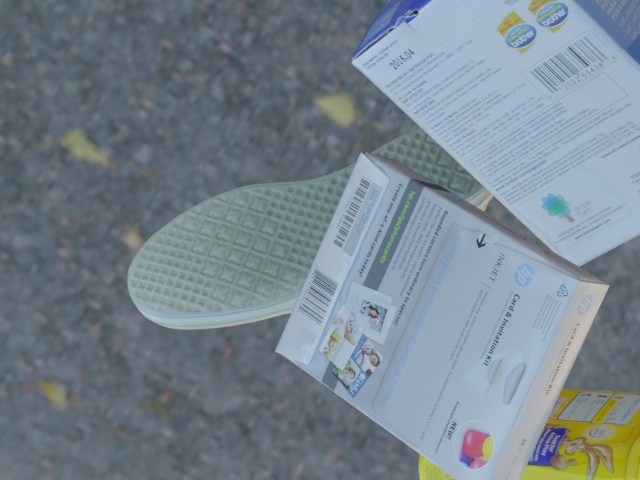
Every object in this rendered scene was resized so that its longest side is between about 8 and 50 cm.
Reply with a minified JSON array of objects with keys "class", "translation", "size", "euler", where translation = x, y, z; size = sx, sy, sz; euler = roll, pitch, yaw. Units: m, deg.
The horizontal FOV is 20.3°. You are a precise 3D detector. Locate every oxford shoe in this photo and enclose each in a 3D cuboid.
[{"class":"oxford shoe","translation":[0.000,0.000,2.052],"size":[0.449,0.169,0.130],"euler":[-22,156,-2]}]

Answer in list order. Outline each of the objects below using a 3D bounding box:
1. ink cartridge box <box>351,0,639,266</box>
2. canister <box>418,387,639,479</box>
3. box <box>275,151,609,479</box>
[{"class":"ink cartridge box","translation":[0.222,-0.187,1.761],"size":[0.395,0.151,0.270],"euler":[41,141,-14]},{"class":"canister","translation":[0.165,0.144,1.187],"size":[0.170,0.126,0.073],"euler":[1,111,29]},{"class":"box","translation":[0.069,0.048,1.090],"size":[0.186,0.038,0.145],"euler":[33,105,40]}]
